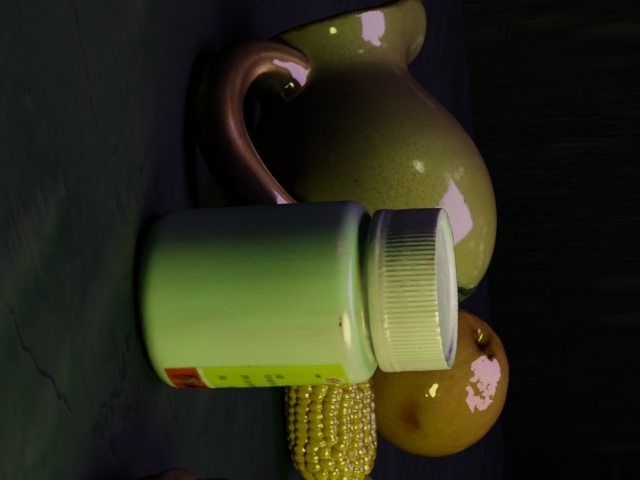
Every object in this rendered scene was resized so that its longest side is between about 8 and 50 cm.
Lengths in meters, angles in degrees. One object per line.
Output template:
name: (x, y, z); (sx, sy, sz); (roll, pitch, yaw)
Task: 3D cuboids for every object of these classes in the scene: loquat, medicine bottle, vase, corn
loquat: (0.144, 0.181, 2.023); (0.208, 0.208, 0.208); (-2, 90, -79)
medicine bottle: (-0.015, 0.040, 1.157); (0.139, 0.226, 0.139); (-3, 90, -78)
vase: (0.004, -0.081, 1.393); (0.329, 0.241, 0.302); (10, 63, -52)
corn: (0.005, 0.118, 1.590); (0.101, 0.102, 0.310); (-28, 113, -78)

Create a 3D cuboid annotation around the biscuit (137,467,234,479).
biscuit: (-0.091, 0.319, 1.044); (0.332, 0.103, 0.332); (-2, 90, -80)

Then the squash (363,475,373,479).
squash: (0.049, 0.407, 1.820); (0.080, 0.071, 0.318); (-19, 107, -79)
